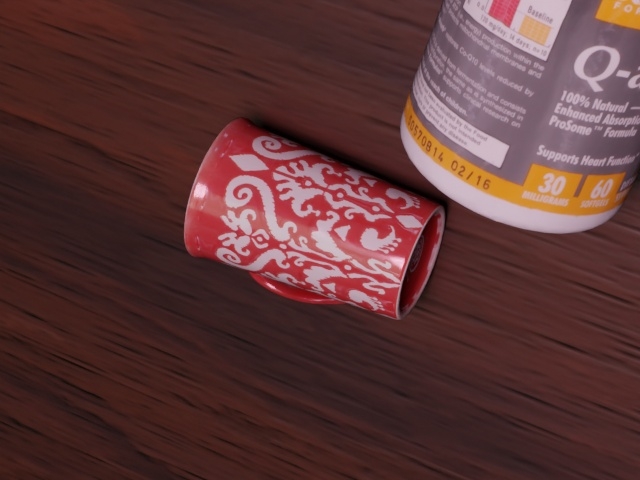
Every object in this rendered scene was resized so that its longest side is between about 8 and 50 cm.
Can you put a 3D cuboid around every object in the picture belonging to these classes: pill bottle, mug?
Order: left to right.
[{"bbox_3d":[0.003,-0.009,1.278,0.169,0.150,0.113,20,84,16],"label":"mug"},{"bbox_3d":[0.164,-0.156,1.063,0.162,0.162,0.278,30,124,15],"label":"pill bottle"}]
